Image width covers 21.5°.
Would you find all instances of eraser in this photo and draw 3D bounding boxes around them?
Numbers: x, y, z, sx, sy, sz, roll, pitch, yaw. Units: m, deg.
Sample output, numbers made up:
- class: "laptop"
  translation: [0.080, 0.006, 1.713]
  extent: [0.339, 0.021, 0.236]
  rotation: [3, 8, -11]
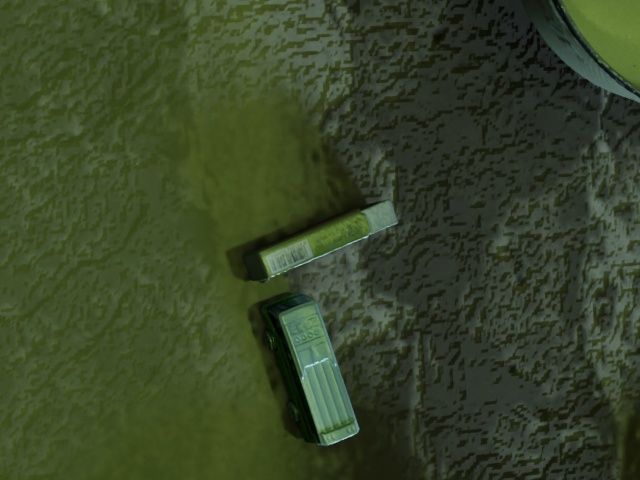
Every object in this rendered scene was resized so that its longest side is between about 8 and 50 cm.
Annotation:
- class: "eraser"
  translation: [0.000, 0.000, 0.951]
  extent: [0.083, 0.038, 0.019]
  rotation: [-24, 92, -17]

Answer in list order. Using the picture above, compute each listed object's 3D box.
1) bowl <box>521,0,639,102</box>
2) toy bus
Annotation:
- class: "bowl"
  translation: [0.205, -0.181, 0.971]
  extent: [0.237, 0.126, 0.238]
  rotation: [0, 91, -18]
- class: "toy bus"
  translation: [-0.006, 0.073, 0.950]
  extent: [0.031, 0.037, 0.083]
  rotation: [-20, 95, -17]
